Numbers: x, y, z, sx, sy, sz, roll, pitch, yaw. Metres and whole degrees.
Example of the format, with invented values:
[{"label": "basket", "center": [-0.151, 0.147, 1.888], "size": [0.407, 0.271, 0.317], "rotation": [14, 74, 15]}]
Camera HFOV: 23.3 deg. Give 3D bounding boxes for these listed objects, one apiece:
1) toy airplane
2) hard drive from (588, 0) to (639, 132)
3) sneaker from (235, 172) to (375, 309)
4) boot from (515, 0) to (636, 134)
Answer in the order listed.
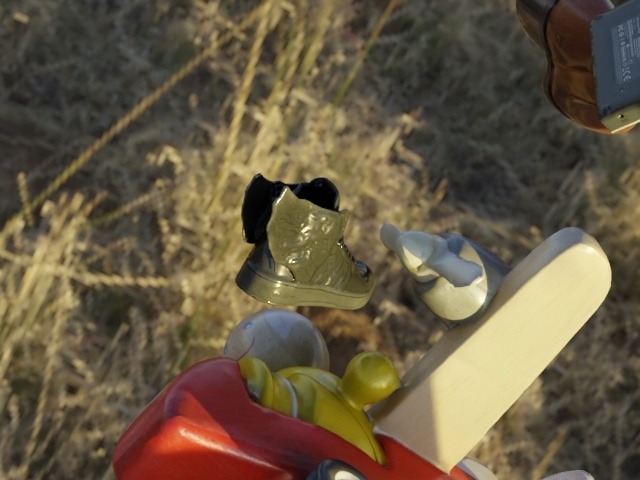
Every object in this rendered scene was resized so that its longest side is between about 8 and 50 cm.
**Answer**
[{"label": "toy airplane", "center": [0.026, 0.163, 1.188], "size": [0.386, 0.384, 0.272], "rotation": [-22, 55, -17]}, {"label": "hard drive", "center": [0.244, -0.136, 1.026], "size": [0.022, 0.135, 0.094], "rotation": [36, 43, -38]}, {"label": "sneaker", "center": [-0.002, -0.001, 1.066], "size": [0.051, 0.089, 0.170], "rotation": [34, 18, 31]}, {"label": "boot", "center": [0.334, -0.127, 1.501], "size": [0.280, 0.096, 0.264], "rotation": [44, -9, 38]}]
